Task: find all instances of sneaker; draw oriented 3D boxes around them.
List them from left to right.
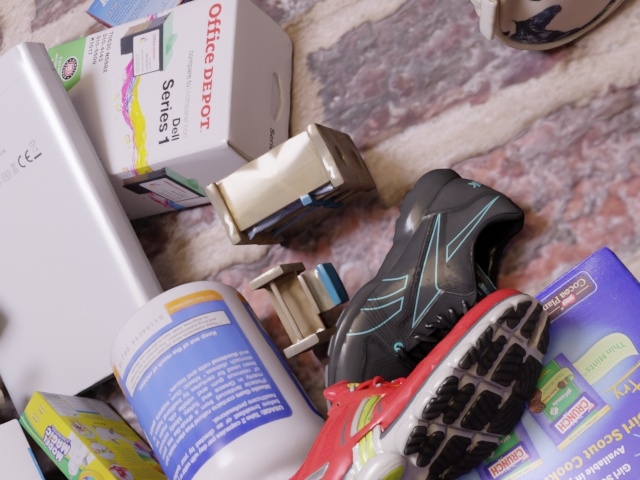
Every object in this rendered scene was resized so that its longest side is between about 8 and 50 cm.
[{"bbox_3d":[0.055,0.133,0.780,0.279,0.107,0.118,-48,43,4],"label":"sneaker"},{"bbox_3d":[0.093,0.060,0.932,0.106,0.101,0.267,21,81,32],"label":"sneaker"}]

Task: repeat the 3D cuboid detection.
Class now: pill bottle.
[{"bbox_3d":[-0.077,0.180,0.948,0.152,0.152,0.272,-42,55,9],"label":"pill bottle"}]

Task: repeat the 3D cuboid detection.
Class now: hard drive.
[{"bbox_3d":[-0.314,-0.004,1.120,0.233,0.047,0.353,-30,82,28],"label":"hard drive"}]

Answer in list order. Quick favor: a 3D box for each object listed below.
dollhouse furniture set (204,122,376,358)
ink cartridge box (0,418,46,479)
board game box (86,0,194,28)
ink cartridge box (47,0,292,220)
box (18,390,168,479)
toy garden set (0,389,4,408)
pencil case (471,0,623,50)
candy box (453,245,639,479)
[{"bbox_3d":[0.000,0.000,1.016,0.129,0.129,0.184,-29,82,16],"label":"dollhouse furniture set"},{"bbox_3d":[-0.334,0.277,1.065,0.089,0.143,0.092,-21,50,-24],"label":"ink cartridge box"},{"bbox_3d":[-0.178,-0.381,1.321,0.145,0.027,0.281,34,89,34],"label":"board game box"},{"bbox_3d":[-0.182,-0.146,1.167,0.278,0.117,0.201,-11,64,27],"label":"ink cartridge box"},{"bbox_3d":[-0.215,0.223,1.038,0.179,0.105,0.043,33,96,36],"label":"box"},{"bbox_3d":[-0.396,0.154,1.142,0.204,0.049,0.244,47,134,33],"label":"toy garden set"},{"bbox_3d":[0.174,-0.383,1.033,0.183,0.160,0.410,-19,60,4],"label":"pencil case"},{"bbox_3d":[0.215,0.213,0.782,0.268,0.122,0.317,-38,54,12],"label":"candy box"}]
